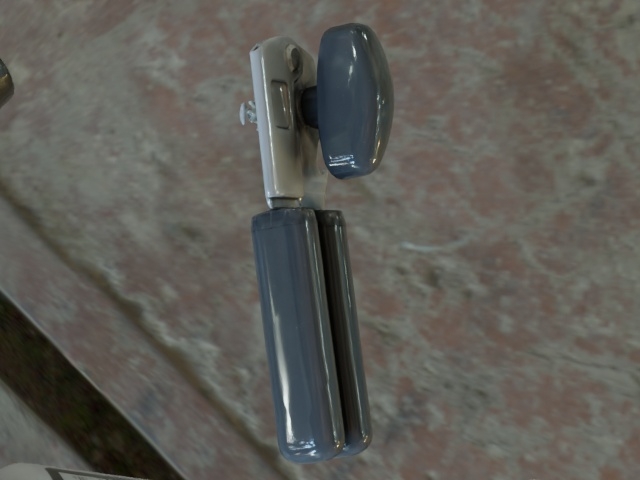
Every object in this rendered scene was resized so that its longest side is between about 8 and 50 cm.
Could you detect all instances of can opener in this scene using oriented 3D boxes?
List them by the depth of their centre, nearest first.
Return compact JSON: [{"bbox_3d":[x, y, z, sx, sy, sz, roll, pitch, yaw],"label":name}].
[{"bbox_3d":[0.000,0.000,1.023,0.074,0.093,0.280,3,83,-58],"label":"can opener"}]

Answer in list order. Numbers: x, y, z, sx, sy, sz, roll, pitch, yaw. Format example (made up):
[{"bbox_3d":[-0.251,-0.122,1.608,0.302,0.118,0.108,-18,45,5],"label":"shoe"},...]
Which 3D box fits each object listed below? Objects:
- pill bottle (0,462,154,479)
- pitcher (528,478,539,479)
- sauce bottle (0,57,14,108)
[{"bbox_3d":[-0.229,0.291,1.471,0.283,0.161,0.161,14,88,-35],"label":"pill bottle"},{"bbox_3d":[0.119,0.275,1.279,0.125,0.207,0.178,38,76,10],"label":"pitcher"},{"bbox_3d":[-0.377,-0.035,1.244,0.344,0.111,0.111,-45,103,-29],"label":"sauce bottle"}]
